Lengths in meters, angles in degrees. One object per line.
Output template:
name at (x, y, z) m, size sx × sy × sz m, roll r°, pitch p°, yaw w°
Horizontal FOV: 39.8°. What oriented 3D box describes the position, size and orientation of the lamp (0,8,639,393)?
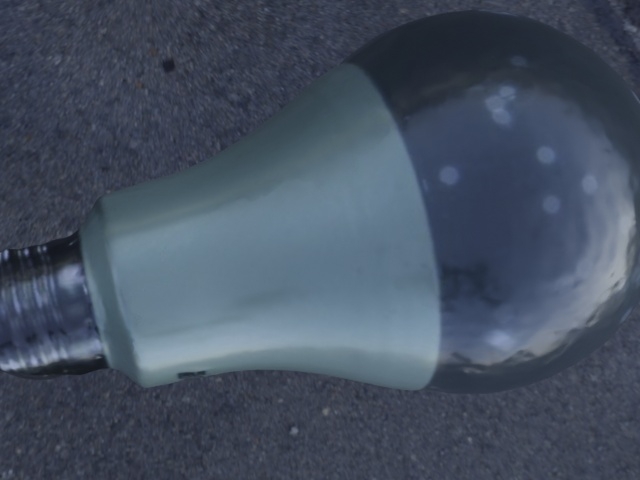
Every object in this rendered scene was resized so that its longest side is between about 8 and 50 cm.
lamp at (0.006, 0.004, 0.428) m, size 0.314 × 0.182 × 0.181 m, roll -18°, pitch 110°, yaw 3°
